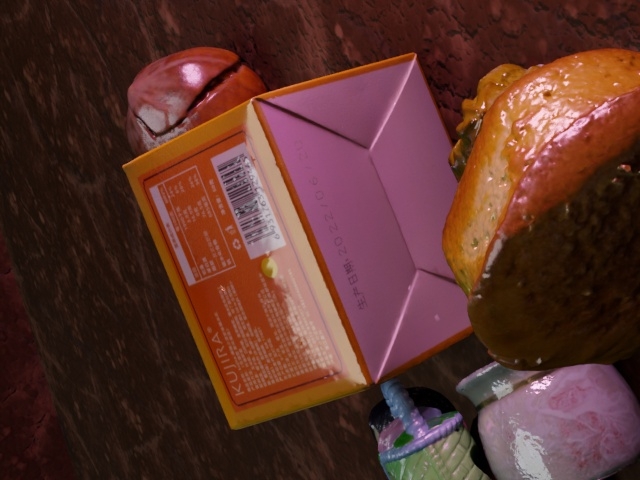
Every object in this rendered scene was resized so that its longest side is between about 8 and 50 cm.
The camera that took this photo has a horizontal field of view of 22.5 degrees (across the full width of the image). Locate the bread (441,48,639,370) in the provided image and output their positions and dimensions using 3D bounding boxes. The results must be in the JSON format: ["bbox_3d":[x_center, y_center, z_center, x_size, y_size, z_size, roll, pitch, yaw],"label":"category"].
[{"bbox_3d":[0.215,-0.020,1.212,0.145,0.268,0.268,-123,25,-46],"label":"bread"}]

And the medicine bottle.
[{"bbox_3d":[0.213,0.159,1.466,0.143,0.147,0.147,64,155,12],"label":"medicine bottle"}]

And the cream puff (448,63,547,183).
[{"bbox_3d":[0.167,-0.080,1.401,0.146,0.116,0.146,39,141,42],"label":"cream puff"}]

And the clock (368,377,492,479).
[{"bbox_3d":[0.109,0.220,1.541,0.194,0.100,0.195,71,172,-56],"label":"clock"}]

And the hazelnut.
[{"bbox_3d":[-0.144,-0.151,1.918,0.182,0.182,0.182,45,147,40],"label":"hazelnut"}]

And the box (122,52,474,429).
[{"bbox_3d":[0.000,0.000,1.568,0.214,0.259,0.283,-21,91,41],"label":"box"}]

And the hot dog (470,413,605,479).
[{"bbox_3d":[0.218,0.268,1.599,0.160,0.099,0.227,-24,82,67],"label":"hot dog"}]
